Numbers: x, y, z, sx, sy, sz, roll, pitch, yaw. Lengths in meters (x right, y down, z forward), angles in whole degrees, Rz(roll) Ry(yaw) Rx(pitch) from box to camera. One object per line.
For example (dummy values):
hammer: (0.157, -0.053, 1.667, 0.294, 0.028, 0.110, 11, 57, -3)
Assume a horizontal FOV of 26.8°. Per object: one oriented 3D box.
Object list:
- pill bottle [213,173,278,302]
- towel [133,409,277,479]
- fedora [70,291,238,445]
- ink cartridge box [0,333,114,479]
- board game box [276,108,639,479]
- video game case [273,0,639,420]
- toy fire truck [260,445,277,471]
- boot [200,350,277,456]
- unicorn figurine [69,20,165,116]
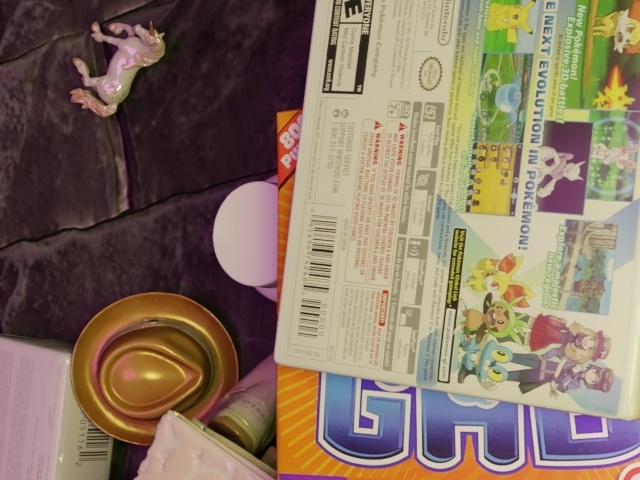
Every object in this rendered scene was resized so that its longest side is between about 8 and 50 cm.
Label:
pill bottle: (0.000, 0.000, 1.373, 0.136, 0.245, 0.136, -2, 86, 30)
towel: (-0.087, 0.373, 1.255, 0.317, 0.053, 0.332, 30, 102, 31)
fedora: (-0.190, 0.152, 1.528, 0.194, 0.079, 0.194, 0, 94, -3)
ink cartridge box: (-0.407, 0.271, 1.714, 0.385, 0.091, 0.308, 7, 91, 48)
board game box: (0.203, 0.069, 1.183, 0.356, 0.356, 0.357, -3, 85, 30)
video game case: (0.114, -0.049, 1.017, 0.299, 0.036, 0.329, 6, 88, 31)
toy fire truck: (-0.104, 0.319, 1.431, 0.246, 0.217, 0.159, -18, 77, 27)
boot: (-0.059, 0.175, 1.485, 0.077, 0.213, 0.165, 44, 70, 1)
unicorn figurine: (-0.245, -0.224, 1.650, 0.111, 0.060, 0.162, 37, 121, 27)
